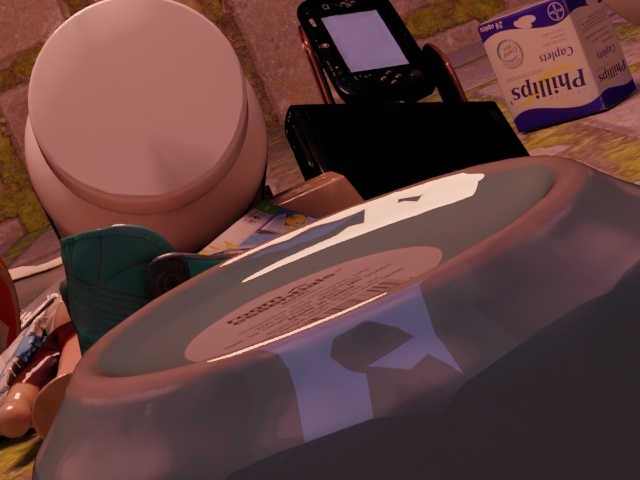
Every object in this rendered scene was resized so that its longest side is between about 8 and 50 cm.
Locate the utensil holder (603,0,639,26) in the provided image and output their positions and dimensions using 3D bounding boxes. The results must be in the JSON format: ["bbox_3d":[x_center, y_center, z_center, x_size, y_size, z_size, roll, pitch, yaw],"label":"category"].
[{"bbox_3d":[0.503,-0.415,1.590,0.327,0.328,0.385,-25,9,-13],"label":"utensil holder"}]

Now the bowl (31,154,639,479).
[{"bbox_3d":[0.032,0.079,0.453,0.311,0.163,0.311,-21,10,4],"label":"bowl"}]

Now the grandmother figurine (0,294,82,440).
[{"bbox_3d":[-0.163,0.084,1.085,0.207,0.104,0.342,-16,10,-14],"label":"grandmother figurine"}]

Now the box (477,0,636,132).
[{"bbox_3d":[0.266,-0.206,1.548,0.126,0.137,0.072,-13,15,46],"label":"box"}]

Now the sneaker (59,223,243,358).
[{"bbox_3d":[-0.097,0.086,0.659,0.124,0.178,0.295,-12,15,48],"label":"sneaker"}]

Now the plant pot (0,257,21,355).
[{"bbox_3d":[-0.384,0.082,1.282,0.174,0.191,0.191,-5,13,10],"label":"plant pot"}]

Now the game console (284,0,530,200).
[{"bbox_3d":[0.054,-0.151,1.361,0.213,0.044,0.361,-3,39,-18],"label":"game console"}]

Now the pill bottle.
[{"bbox_3d":[-0.152,-0.067,1.237,0.210,0.210,0.363,-25,-11,-9],"label":"pill bottle"}]

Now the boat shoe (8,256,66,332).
[{"bbox_3d":[-0.248,0.065,1.490,0.319,0.116,0.099,-22,50,-42],"label":"boat shoe"}]

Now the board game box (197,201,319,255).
[{"bbox_3d":[-0.015,0.030,1.002,0.136,0.035,0.201,17,20,11],"label":"board game box"}]

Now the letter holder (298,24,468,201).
[{"bbox_3d":[0.076,-0.180,1.617,0.152,0.214,0.302,-23,9,3],"label":"letter holder"}]

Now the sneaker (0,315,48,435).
[{"bbox_3d":[-0.272,0.125,1.206,0.083,0.071,0.191,-27,8,11],"label":"sneaker"}]

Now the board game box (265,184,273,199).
[{"bbox_3d":[-0.128,-0.025,1.813,0.126,0.026,0.186,-22,10,7],"label":"board game box"}]

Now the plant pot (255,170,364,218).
[{"bbox_3d":[0.000,0.000,1.159,0.109,0.096,0.109,-23,9,-5],"label":"plant pot"}]
